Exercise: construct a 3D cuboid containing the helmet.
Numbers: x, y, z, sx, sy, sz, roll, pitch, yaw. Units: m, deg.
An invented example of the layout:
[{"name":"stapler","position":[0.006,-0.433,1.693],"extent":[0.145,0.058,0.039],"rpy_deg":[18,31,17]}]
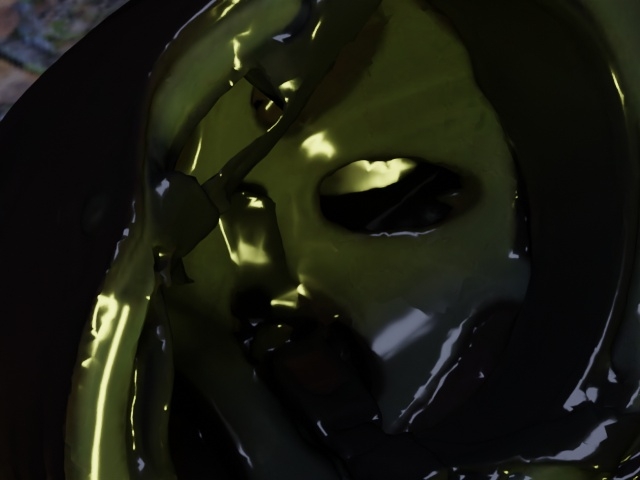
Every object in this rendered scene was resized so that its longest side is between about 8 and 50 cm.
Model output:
[{"name":"helmet","position":[0.000,0.000,0.641],"extent":[0.305,0.225,0.177],"rpy_deg":[-44,28,-28]}]
